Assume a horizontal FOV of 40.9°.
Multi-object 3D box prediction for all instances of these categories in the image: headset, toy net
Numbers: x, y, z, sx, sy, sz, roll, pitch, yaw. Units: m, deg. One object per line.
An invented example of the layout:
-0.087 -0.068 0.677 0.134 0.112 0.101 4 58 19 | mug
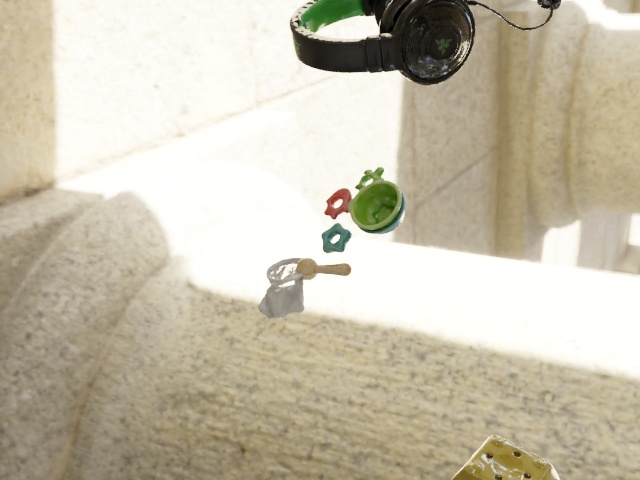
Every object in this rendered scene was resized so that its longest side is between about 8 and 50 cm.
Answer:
0.148 -0.347 1.239 0.243 0.394 0.185 -90 173 -56 | headset
0.000 0.000 1.059 0.232 0.122 0.045 -39 139 7 | toy net

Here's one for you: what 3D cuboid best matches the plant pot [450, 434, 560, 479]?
0.131 0.193 0.625 0.081 0.081 0.083 -31 135 -46 | plant pot
